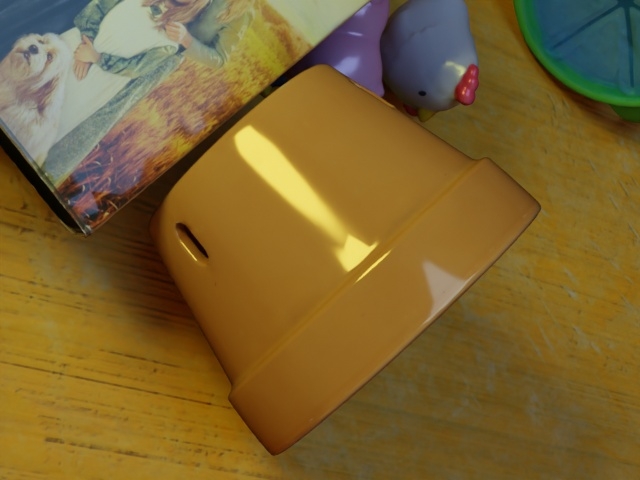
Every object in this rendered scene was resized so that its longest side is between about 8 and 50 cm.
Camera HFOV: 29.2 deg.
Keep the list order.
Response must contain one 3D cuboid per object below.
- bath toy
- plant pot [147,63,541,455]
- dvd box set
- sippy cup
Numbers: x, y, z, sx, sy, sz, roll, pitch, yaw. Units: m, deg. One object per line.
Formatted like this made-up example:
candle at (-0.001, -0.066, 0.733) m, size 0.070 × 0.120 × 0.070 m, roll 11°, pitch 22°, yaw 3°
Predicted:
bath toy at (0.005, -0.175, 1.092) m, size 0.348 × 0.151 × 0.129 m, roll 9°, pitch 34°, yaw -35°
plant pot at (0.000, 0.000, 0.984) m, size 0.203 × 0.291 × 0.291 m, roll 46°, pitch 58°, yaw 3°
dvd box set at (-0.110, -0.250, 0.909) m, size 0.420 × 0.062 × 0.308 m, roll -41°, pitch 111°, yaw -17°
sippy cup at (0.352, -0.295, 1.304) m, size 0.240 × 0.305 × 0.224 m, roll 33°, pitch 48°, yaw 7°
